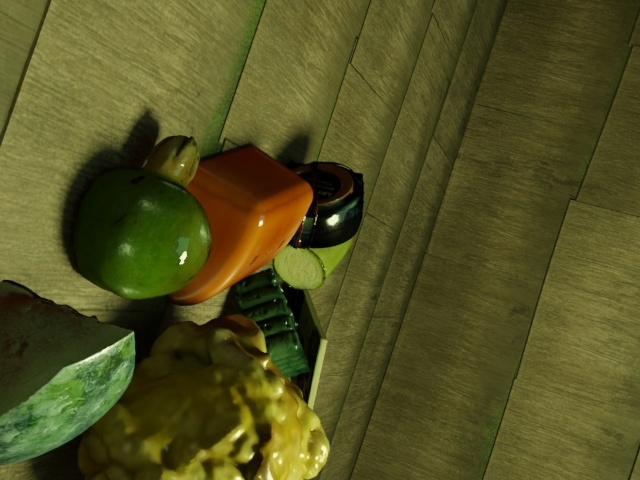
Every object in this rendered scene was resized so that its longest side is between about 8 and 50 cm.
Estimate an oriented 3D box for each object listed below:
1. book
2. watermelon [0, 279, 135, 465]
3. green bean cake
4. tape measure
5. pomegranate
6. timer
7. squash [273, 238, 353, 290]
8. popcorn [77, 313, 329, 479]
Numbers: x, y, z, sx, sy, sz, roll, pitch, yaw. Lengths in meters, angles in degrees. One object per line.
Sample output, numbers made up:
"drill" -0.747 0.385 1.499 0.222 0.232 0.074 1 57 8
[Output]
"book" -0.043 0.242 1.826 0.322 0.018 0.228 -117 -145 -64
"watermelon" -0.391 0.162 0.940 0.290 0.213 0.320 -17 173 -30
"green bean cake" -0.101 0.183 1.650 0.208 0.107 0.193 68 0 -64
"tape measure" -0.012 -0.072 1.619 0.223 0.202 0.135 -56 153 -50
"pomegranate" -0.226 -0.021 1.138 0.241 0.159 0.190 -60 159 -44
"timer" -0.156 -0.013 1.426 0.250 0.161 0.257 -64 166 25
"squash" 0.000 0.000 1.835 0.247 0.132 0.132 -52 153 -50
"popcorn" -0.186 0.324 1.279 0.390 0.344 0.354 -42 163 -35
